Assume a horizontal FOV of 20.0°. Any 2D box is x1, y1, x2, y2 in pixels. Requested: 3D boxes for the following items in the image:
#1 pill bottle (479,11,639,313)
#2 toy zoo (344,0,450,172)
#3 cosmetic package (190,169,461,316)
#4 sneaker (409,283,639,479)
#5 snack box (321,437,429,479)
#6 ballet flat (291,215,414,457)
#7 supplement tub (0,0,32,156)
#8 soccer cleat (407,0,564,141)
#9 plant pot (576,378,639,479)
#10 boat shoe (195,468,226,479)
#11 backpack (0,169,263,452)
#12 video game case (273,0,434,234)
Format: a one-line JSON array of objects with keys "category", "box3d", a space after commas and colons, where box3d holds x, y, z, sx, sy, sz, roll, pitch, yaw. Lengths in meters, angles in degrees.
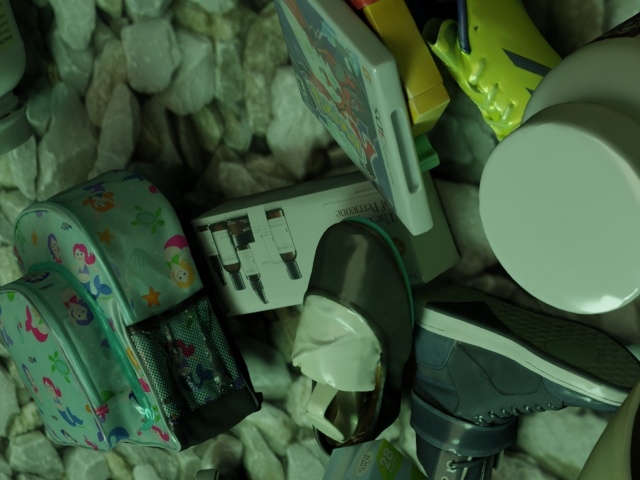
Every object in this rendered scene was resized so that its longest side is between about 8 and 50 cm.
[{"category": "pill bottle", "box3d": [0.234, -0.068, 1.186, 0.169, 0.301, 0.169, 18, 122, 31]}, {"category": "toy zoo", "box3d": [0.023, -0.187, 1.408, 0.293, 0.030, 0.192, 63, 172, -5]}, {"category": "cosmetic package", "box3d": [0.000, 0.000, 1.578, 0.239, 0.060, 0.099, -12, 105, 42]}, {"category": "sneaker", "box3d": [0.165, 0.143, 1.489, 0.226, 0.086, 0.163, 21, 113, 41]}, {"category": "snack box", "box3d": [0.071, 0.299, 1.546, 0.070, 0.174, 0.207, -20, 127, 43]}, {"category": "ballet flat", "box3d": [0.026, 0.099, 1.520, 0.095, 0.096, 0.280, 24, 148, 22]}, {"category": "supplement tub", "box3d": [-0.410, -0.221, 1.676, 0.235, 0.235, 0.325, -4, 109, 40]}, {"category": "soccer cleat", "box3d": [0.128, -0.132, 1.363, 0.093, 0.121, 0.289, -26, 95, 43]}, {"category": "plant pot", "box3d": [0.283, 0.230, 1.364, 0.256, 0.256, 0.274, 49, 148, 8]}, {"category": "boat shoe", "box3d": [-0.068, 0.324, 1.800, 0.070, 0.078, 0.219, -15, 100, 7]}, {"category": "backpack", "box3d": [-0.192, 0.068, 1.679, 0.225, 0.191, 0.253, -2, 107, 62]}, {"category": "video game case", "box3d": [0.018, -0.125, 1.421, 0.201, 0.023, 0.183, 53, 166, 42]}]
